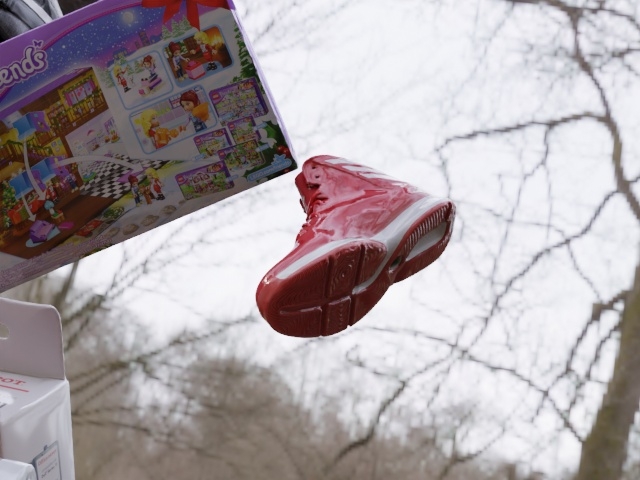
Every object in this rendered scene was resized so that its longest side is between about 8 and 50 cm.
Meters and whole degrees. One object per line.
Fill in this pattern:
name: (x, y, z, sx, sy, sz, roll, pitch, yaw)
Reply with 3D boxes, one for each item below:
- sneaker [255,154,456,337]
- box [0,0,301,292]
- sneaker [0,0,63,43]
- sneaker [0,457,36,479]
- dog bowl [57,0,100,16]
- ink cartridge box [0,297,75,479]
sneaker: (0.000, 0.000, 1.063, 0.128, 0.087, 0.221, 31, 35, 32)
box: (-0.189, -0.101, 1.134, 0.293, 0.201, 0.057, -22, 6, 4)
sneaker: (-0.289, -0.168, 1.329, 0.079, 0.121, 0.217, -15, -57, 28)
sneaker: (-0.252, 0.205, 0.669, 0.127, 0.126, 0.321, 9, 13, 2)
dog bowl: (-0.326, -0.437, 1.628, 0.348, 0.349, 0.102, 18, 17, -18)
ink cartridge box: (-0.354, 0.234, 1.255, 0.207, 0.353, 0.119, 6, 18, 23)
